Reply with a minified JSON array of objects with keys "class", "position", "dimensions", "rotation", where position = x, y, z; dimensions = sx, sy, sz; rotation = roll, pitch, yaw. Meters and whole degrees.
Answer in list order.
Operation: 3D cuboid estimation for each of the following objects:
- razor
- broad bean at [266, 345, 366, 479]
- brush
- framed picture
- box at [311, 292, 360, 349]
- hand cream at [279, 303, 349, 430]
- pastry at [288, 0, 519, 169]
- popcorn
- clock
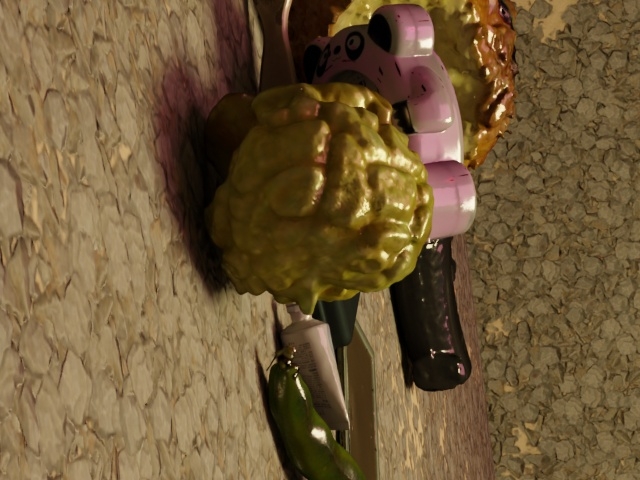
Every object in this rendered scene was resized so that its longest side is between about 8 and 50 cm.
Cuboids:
[{"class":"razor","position":[0.180,0.084,2.398],"dimensions":[0.189,0.107,0.327],"rotation":[-55,137,-74]},{"class":"broad bean","position":[-0.004,0.216,1.506],"dimensions":[0.065,0.046,0.254],"rotation":[-50,132,-29]},{"class":"brush","position":[-0.063,-0.267,1.590],"dimensions":[0.067,0.072,0.313],"rotation":[10,74,-54]},{"class":"framed picture","position":[0.049,0.233,1.885],"dimensions":[0.216,0.016,0.273],"rotation":[64,22,-60]},{"class":"box","position":[0.000,0.000,1.712],"dimensions":[0.160,0.050,0.230],"rotation":[-76,155,-60]},{"class":"hand cream","position":[-0.009,0.135,1.549],"dimensions":[0.053,0.084,0.142],"rotation":[-16,94,-40]},{"class":"pastry","position":[0.099,-0.274,1.806],"dimensions":[0.337,0.292,0.405],"rotation":[-99,166,-59]},{"class":"popcorn","position":[-0.001,-0.053,1.355],"dimensions":[0.237,0.206,0.251],"rotation":[41,32,-31]},{"class":"clock","position":[0.063,-0.110,1.520],"dimensions":[0.227,0.090,0.248],"rotation":[-15,-97,57]}]
